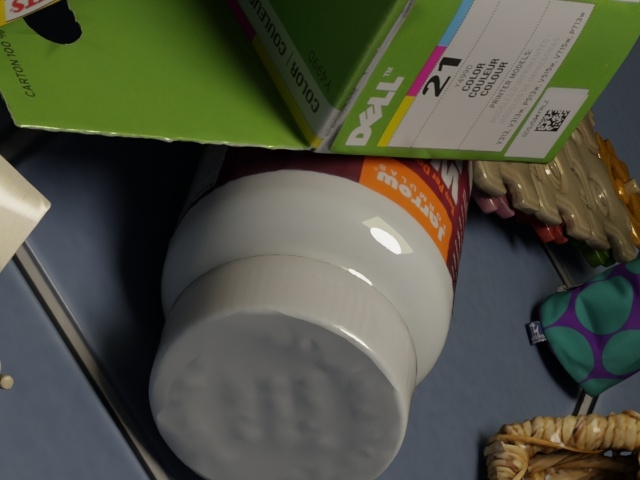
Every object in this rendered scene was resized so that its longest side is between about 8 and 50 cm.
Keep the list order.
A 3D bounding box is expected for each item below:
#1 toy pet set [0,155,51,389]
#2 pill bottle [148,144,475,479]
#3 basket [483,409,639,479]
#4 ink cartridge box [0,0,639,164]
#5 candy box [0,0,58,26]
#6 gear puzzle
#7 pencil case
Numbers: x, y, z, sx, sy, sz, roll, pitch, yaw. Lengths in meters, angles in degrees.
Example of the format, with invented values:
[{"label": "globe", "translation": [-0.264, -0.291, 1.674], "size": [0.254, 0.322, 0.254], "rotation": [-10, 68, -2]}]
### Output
[{"label": "toy pet set", "translation": [-0.152, 0.009, 0.630], "size": [0.122, 0.065, 0.114], "rotation": [47, 66, -27]}, {"label": "pill bottle", "translation": [0.000, 0.000, 0.820], "size": [0.121, 0.121, 0.221], "rotation": [52, 28, -25]}, {"label": "basket", "translation": [0.227, 0.224, 0.942], "size": [0.223, 0.213, 0.299], "rotation": [45, 32, -36]}, {"label": "ink cartridge box", "translation": [-0.020, -0.129, 0.770], "size": [0.255, 0.097, 0.189], "rotation": [1, 46, -36]}, {"label": "candy box", "translation": [-0.088, -0.141, 0.704], "size": [0.206, 0.027, 0.105], "rotation": [-28, 63, -24]}, {"label": "gear puzzle", "translation": [0.134, -0.065, 1.225], "size": [0.339, 0.044, 0.175], "rotation": [22, 47, -58]}, {"label": "pencil case", "translation": [0.199, 0.028, 1.130], "size": [0.064, 0.152, 0.070], "rotation": [17, 45, -57]}]
